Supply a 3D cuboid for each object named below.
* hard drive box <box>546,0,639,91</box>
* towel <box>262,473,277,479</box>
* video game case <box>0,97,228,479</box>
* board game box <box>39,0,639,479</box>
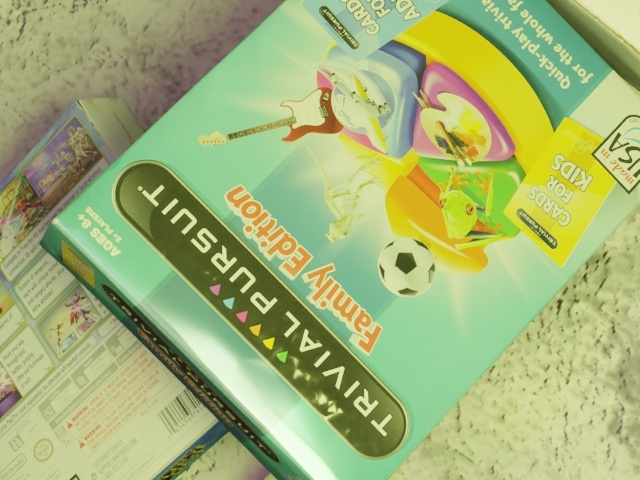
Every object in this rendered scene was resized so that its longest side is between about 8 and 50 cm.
[{"bbox_3d":[0.189,-0.240,1.199,0.232,0.089,0.181,43,87,14],"label":"hard drive box"},{"bbox_3d":[-0.028,0.288,1.316,0.282,0.049,0.187,-43,77,10],"label":"towel"},{"bbox_3d":[-0.176,0.072,1.332,0.269,0.061,0.244,-42,75,28],"label":"video game case"},{"bbox_3d":[0.033,-0.029,1.149,0.254,0.079,0.336,45,72,-2],"label":"board game box"}]
